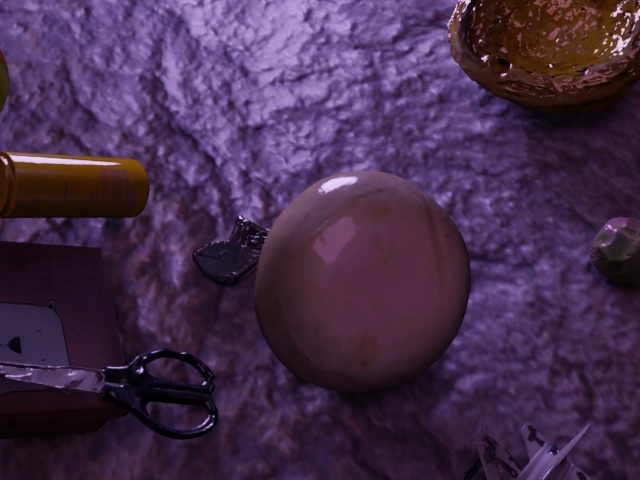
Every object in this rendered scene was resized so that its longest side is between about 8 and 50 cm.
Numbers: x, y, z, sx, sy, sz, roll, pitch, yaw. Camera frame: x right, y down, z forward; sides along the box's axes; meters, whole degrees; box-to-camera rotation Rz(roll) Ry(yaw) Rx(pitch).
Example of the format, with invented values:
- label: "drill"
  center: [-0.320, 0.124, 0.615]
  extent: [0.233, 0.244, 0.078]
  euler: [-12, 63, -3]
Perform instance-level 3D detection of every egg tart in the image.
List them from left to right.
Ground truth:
- label: "egg tart"
  center: [0.324, -0.288, 1.127]
  extent: [0.290, 0.107, 0.291]
  euler: [-4, 67, 10]

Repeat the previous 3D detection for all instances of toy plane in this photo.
- label: "toy plane"
  center: [0.199, 0.276, 0.831]
  extent: [0.160, 0.082, 0.234]
  euler: [43, 59, 14]

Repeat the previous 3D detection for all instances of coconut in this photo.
- label: "coconut"
  center: [0.366, 0.013, 0.973]
  extent: [0.081, 0.082, 0.083]
  euler: [-36, 105, -43]

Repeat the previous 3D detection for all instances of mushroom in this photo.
- label: "mushroom"
  center: [0.042, 0.041, 0.916]
  extent: [0.246, 0.202, 0.246]
  euler: [-3, 103, -13]

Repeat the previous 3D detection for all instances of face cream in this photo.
- label: "face cream"
  center: [-0.334, -0.064, 0.961]
  extent: [0.273, 0.078, 0.078]
  euler: [-2, 49, -48]

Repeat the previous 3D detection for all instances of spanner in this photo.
- label: "spanner"
  center: [0.000, 0.000, 1.028]
  extent: [0.325, 0.026, 0.093]
  euler: [-7, 62, -2]

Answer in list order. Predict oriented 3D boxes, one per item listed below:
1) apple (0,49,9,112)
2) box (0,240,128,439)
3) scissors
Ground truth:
- label: "apple"
  center: [-0.511, -0.212, 1.109]
  extent: [0.146, 0.147, 0.163]
  euler: [12, 50, 4]
- label: "box"
  center: [-0.336, 0.107, 0.891]
  extent: [0.215, 0.086, 0.215]
  euler: [6, 53, -41]
- label: "scissors"
  center: [-0.242, 0.147, 0.857]
  extent: [0.300, 0.022, 0.109]
  euler: [17, 43, -33]
